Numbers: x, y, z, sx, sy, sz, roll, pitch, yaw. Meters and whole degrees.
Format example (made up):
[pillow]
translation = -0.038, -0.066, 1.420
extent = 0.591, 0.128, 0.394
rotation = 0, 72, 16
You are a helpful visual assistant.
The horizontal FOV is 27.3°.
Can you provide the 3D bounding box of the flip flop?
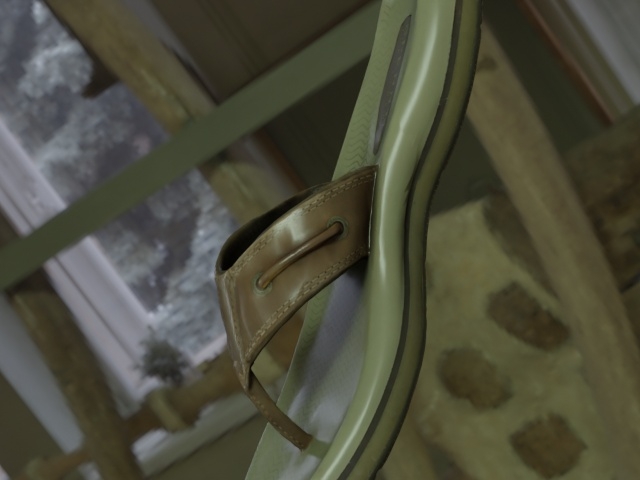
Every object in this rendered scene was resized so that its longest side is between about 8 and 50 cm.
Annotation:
[flip flop]
translation = 0.000, 0.000, 0.553
extent = 0.112, 0.080, 0.277
rotation = 170, 116, -71
